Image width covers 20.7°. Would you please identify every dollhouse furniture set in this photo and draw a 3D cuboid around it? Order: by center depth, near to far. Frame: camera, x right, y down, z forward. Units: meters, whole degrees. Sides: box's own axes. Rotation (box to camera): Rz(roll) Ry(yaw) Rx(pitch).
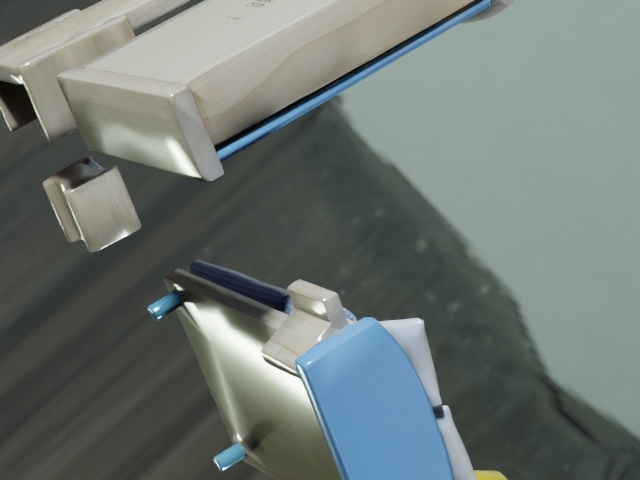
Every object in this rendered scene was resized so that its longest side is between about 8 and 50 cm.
[{"bbox_3d":[0.000,0.000,0.984,0.286,0.198,0.303,17,133,58],"label":"dollhouse furniture set"}]
